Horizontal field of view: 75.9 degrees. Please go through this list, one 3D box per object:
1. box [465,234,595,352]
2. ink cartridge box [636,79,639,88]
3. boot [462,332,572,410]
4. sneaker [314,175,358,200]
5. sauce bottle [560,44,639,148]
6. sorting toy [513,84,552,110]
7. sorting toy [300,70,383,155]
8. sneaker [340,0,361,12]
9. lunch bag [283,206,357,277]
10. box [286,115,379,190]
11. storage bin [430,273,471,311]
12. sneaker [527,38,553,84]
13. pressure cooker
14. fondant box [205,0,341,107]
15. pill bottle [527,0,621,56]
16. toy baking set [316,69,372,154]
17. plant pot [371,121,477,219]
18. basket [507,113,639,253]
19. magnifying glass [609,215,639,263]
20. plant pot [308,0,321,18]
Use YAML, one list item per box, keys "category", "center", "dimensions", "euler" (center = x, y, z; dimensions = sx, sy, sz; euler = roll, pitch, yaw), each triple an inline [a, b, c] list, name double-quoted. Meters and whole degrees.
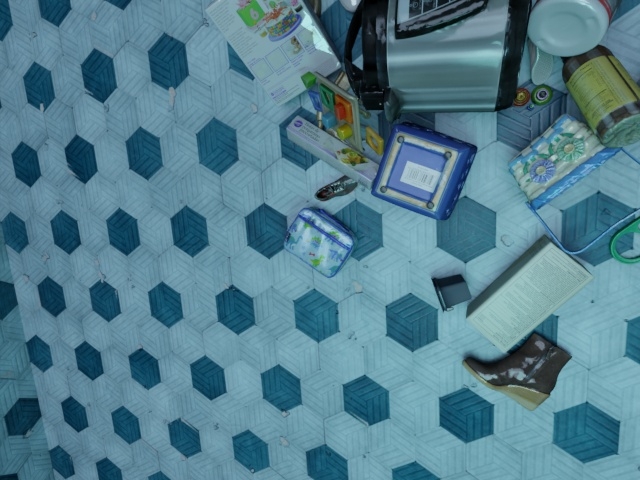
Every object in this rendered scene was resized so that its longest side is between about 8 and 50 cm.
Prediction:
- category: "box"
  center: [0.568, 0.149, 1.146]
  dimensions: [0.148, 0.121, 0.311]
  euler: [43, 112, 8]
- category: "ink cartridge box"
  center: [0.879, -0.306, 0.902]
  dimensions: [0.306, 0.131, 0.226]
  euler: [40, 96, 11]
- category: "boot"
  center: [0.579, 0.360, 1.224]
  dimensions: [0.249, 0.090, 0.206]
  euler: [29, 98, 14]
- category: "sneaker"
  center: [0.050, -0.162, 1.308]
  dimensions: [0.158, 0.065, 0.061]
  euler: [-27, 91, 24]
- category: "sauce bottle"
  center: [0.629, -0.366, 0.937]
  dimensions: [0.112, 0.111, 0.343]
  euler: [-18, 55, 23]
- category: "sorting toy"
  center: [0.557, -0.376, 1.082]
  dimensions: [0.102, 0.042, 0.061]
  euler: [-2, 101, 21]
- category: "sorting toy"
  center: [0.045, -0.344, 1.130]
  dimensions: [0.047, 0.195, 0.347]
  euler: [-36, 54, -10]
- category: "sneaker"
  center: [0.066, -0.762, 1.160]
  dimensions: [0.080, 0.094, 0.211]
  euler: [-11, 97, 21]
- category: "lunch bag"
  center: [0.000, 0.000, 1.351]
  dimensions: [0.219, 0.090, 0.176]
  euler: [36, 109, 9]
- category: "box"
  center: [0.041, -0.273, 1.274]
  dimensions: [0.324, 0.067, 0.063]
  euler: [34, 74, 13]
- category: "storage bin"
  center: [0.390, 0.154, 1.215]
  dimensions: [0.091, 0.135, 0.098]
  euler: [-20, 94, 14]
- category: "sneaker"
  center: [0.565, -0.478, 1.060]
  dimensions: [0.051, 0.070, 0.134]
  euler: [-8, 128, 14]
- category: "pressure cooker"
  center: [0.265, -0.490, 0.996]
  dimensions: [0.422, 0.369, 0.374]
  euler: [7, 123, 20]
- category: "fondant box"
  center: [-0.123, -0.589, 1.179]
  dimensions: [0.239, 0.096, 0.330]
  euler: [-24, 128, 23]
- category: "pill bottle"
  center: [0.592, -0.573, 0.910]
  dimensions: [0.162, 0.161, 0.283]
  euler: [27, 79, 14]
- category: "toy baking set"
  center: [0.077, -0.388, 1.269]
  dimensions: [0.197, 0.030, 0.255]
  euler: [15, 106, 18]
- category: "plant pot"
  center: [0.280, -0.190, 1.136]
  dimensions: [0.236, 0.212, 0.235]
  euler: [23, 108, 15]
- category: "basket"
  center: [0.628, -0.142, 1.017]
  dimensions: [0.288, 0.201, 0.254]
  euler: [50, 117, 14]
- category: "magnifying glass"
  center: [0.835, -0.046, 1.059]
  dimensions: [0.092, 0.026, 0.230]
  euler: [23, 110, 15]
- category: "plant pot"
  center: [-0.125, -0.713, 1.235]
  dimensions: [0.238, 0.110, 0.236]
  euler: [4, 102, 21]
